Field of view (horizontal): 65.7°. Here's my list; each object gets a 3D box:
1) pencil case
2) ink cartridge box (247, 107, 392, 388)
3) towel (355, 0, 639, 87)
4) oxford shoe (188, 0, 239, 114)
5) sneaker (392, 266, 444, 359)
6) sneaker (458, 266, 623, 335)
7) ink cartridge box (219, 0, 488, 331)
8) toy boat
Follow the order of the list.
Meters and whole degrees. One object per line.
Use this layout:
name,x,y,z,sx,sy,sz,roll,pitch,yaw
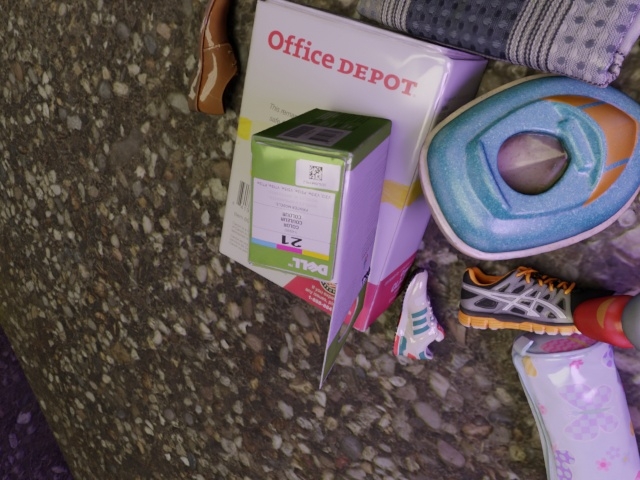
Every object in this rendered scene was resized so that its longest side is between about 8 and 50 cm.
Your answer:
pencil case,0.339,0.244,0.654,0.124,0.113,0.273,-13,98,15
ink cartridge box,0.000,0.000,0.550,0.097,0.189,0.255,13,115,14
towel,0.214,-0.337,0.476,0.312,0.056,0.324,36,106,38
oxford shoe,-0.174,-0.323,0.859,0.076,0.076,0.212,13,114,-2
sneaker,0.163,0.119,0.780,0.075,0.057,0.161,14,113,13
sneaker,0.283,0.075,0.658,0.215,0.084,0.083,-5,94,35
ink cartridge box,0.029,-0.112,0.718,0.279,0.160,0.384,28,120,23
toy boat,0.270,-0.030,0.523,0.268,0.148,0.318,-26,85,-6
